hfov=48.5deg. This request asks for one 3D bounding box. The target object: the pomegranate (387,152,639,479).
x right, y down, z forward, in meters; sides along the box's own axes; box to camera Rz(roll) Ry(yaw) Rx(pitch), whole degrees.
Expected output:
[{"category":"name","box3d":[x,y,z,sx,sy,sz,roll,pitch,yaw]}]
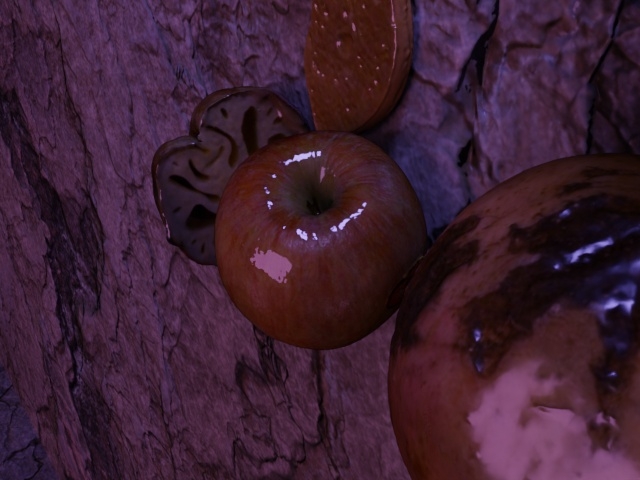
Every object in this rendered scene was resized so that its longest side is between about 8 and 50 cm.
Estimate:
[{"category":"pomegranate","box3d":[0.191,0.103,0.417,0.322,0.322,0.322,27,125,45]}]

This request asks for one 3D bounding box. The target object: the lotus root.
[{"category":"lotus root","box3d":[-0.119,-0.093,0.849,0.180,0.188,0.199,-139,42,-56]}]

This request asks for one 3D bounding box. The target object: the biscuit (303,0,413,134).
[{"category":"biscuit","box3d":[0.037,-0.196,0.713,0.142,0.029,0.221,41,134,38]}]

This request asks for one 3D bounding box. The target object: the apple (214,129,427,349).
[{"category":"apple","box3d":[0.000,0.000,0.703,0.211,0.211,0.188,47,164,31]}]
